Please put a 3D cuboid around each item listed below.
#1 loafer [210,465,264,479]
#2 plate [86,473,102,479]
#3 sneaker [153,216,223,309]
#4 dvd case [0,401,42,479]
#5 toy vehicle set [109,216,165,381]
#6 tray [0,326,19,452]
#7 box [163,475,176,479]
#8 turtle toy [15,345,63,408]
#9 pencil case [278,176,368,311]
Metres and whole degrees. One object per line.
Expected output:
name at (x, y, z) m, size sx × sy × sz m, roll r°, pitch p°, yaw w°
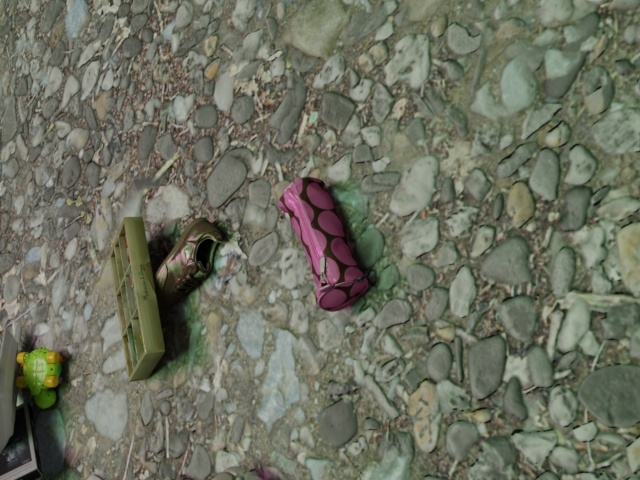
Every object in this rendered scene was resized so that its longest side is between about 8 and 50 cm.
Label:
loafer at (-0.046, 0.452, 1.207) m, size 0.320 × 0.112 × 0.111 m, roll 28°, pitch 135°, yaw 39°
plate at (-0.401, 0.615, 1.502) m, size 0.278 × 0.045 × 0.277 m, roll 20°, pitch 94°, yaw 41°
sneaker at (-0.238, 0.052, 1.464) m, size 0.071 × 0.066 × 0.188 m, roll 37°, pitch 106°, yaw 38°
dvd case at (-0.660, 0.436, 1.649) m, size 0.179 × 0.029 × 0.239 m, roll -25°, pitch 31°, yaw -13°
toy vehicle set at (-0.342, 0.109, 1.514) m, size 0.166 × 0.035 × 0.266 m, roll -51°, pitch 48°, yaw 54°
tray at (-0.650, 0.305, 1.705) m, size 0.270 × 0.030 × 0.145 m, roll -123°, pitch 36°, yaw -62°
box at (-0.244, 0.576, 1.310) m, size 0.232 × 0.058 × 0.322 m, roll -41°, pitch 54°, yaw -5°
turtle toy at (-0.576, 0.284, 1.703) m, size 0.095 × 0.066 × 0.130 m, roll -3°, pitch 81°, yaw 16°
pencil case at (0.000, 0.000, 1.251) m, size 0.095 × 0.098 × 0.209 m, roll -41°, pitch 57°, yaw 27°
